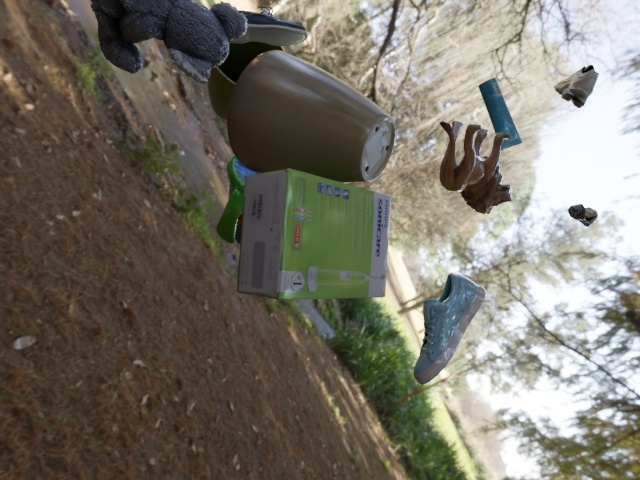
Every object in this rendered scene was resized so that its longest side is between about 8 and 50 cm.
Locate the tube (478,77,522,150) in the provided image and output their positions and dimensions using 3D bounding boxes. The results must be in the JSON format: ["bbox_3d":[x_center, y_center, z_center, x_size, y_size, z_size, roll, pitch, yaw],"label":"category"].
[{"bbox_3d":[0.531,-0.375,1.241,0.052,0.080,0.207,166,-97,-83],"label":"tube"}]

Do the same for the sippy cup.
[{"bbox_3d":[-0.159,-0.103,1.170,0.240,0.305,0.224,62,-37,34],"label":"sippy cup"}]

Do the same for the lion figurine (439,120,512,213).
[{"bbox_3d":[0.409,-0.192,1.158,0.391,0.241,0.142,-2,23,-41],"label":"lion figurine"}]

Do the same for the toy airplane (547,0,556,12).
[{"bbox_3d":[0.750,-0.778,1.277,0.028,0.151,0.151,39,-3,22],"label":"toy airplane"}]

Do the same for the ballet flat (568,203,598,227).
[{"bbox_3d":[0.568,-0.053,0.893,0.114,0.041,0.041,12,46,-42],"label":"ballet flat"}]

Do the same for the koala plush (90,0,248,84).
[{"bbox_3d":[-0.260,-0.385,0.747,0.221,0.196,0.203,33,-22,-1],"label":"koala plush"}]

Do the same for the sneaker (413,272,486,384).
[{"bbox_3d":[0.367,0.265,1.321,0.150,0.366,0.135,34,-16,5],"label":"sneaker"}]

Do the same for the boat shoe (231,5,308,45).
[{"bbox_3d":[-0.162,-0.595,1.160,0.095,0.254,0.079,120,-33,-80],"label":"boat shoe"}]

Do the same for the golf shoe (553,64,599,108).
[{"bbox_3d":[0.602,-0.364,0.971,0.069,0.086,0.176,30,32,1],"label":"golf shoe"}]

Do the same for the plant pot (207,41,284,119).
[{"bbox_3d":[-0.297,-0.567,1.504,0.293,0.274,0.275,-34,-101,58],"label":"plant pot"}]

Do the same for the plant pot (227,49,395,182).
[{"bbox_3d":[0.000,-0.220,0.842,0.273,0.257,0.256,26,-13,28],"label":"plant pot"}]

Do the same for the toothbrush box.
[{"bbox_3d":[0.000,0.000,0.774,0.283,0.122,0.207,6,86,-44],"label":"toothbrush box"}]
